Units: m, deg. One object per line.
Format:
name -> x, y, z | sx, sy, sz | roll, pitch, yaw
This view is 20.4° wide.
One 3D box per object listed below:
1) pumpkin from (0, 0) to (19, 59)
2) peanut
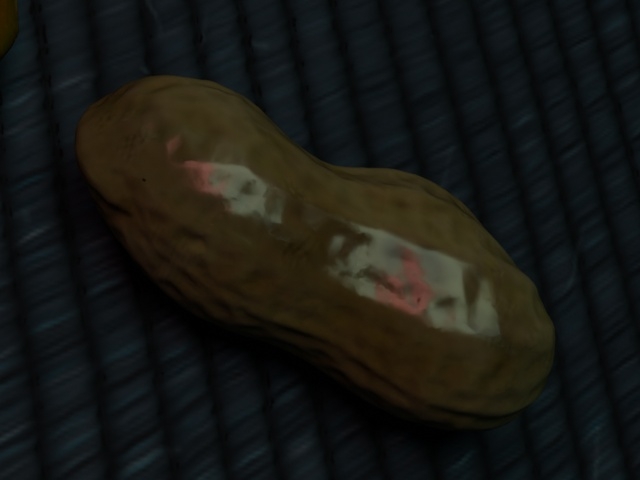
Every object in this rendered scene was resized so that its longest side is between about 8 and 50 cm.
pumpkin -> -0.237, -0.158, 0.904 | 0.130, 0.149, 0.254 | -10, 41, 14
peanut -> 0.000, 0.000, 0.918 | 0.274, 0.111, 0.125 | 30, 51, -10
